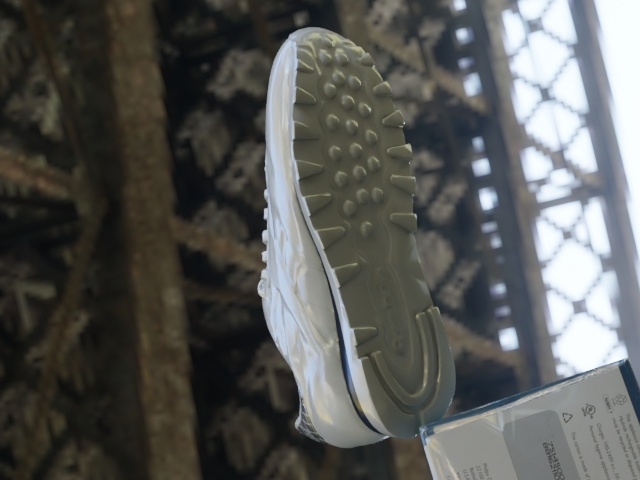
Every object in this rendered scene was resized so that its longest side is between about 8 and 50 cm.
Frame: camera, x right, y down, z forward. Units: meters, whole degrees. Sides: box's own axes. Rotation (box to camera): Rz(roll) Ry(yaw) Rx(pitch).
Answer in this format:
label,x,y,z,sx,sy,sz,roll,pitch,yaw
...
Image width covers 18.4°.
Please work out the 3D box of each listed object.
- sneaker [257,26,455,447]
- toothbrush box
label,x,y,z,sx,sy,sz,roll,pitch,yaw
sneaker,0.000,0.000,1.099,0.090,0.095,0.235,-7,-93,-39
toothbrush box,0.158,0.215,1.149,0.295,0.126,0.216,66,-174,-71
